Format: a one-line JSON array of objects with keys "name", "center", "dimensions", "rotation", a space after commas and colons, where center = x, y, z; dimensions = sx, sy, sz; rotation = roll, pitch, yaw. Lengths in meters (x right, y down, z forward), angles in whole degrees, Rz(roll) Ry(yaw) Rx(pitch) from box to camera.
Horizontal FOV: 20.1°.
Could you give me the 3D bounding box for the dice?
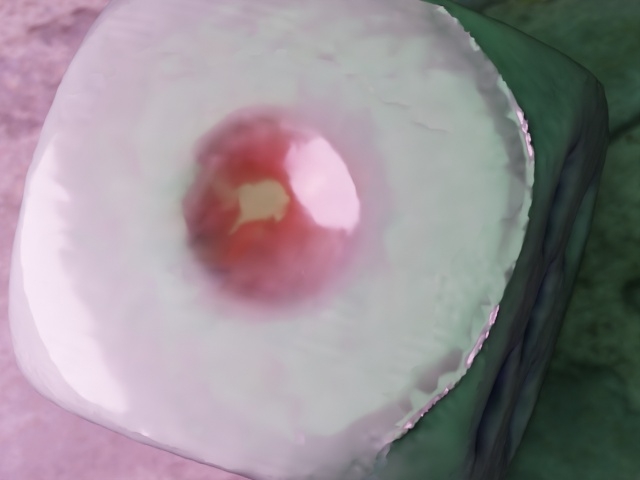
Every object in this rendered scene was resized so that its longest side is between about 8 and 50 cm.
[{"name": "dice", "center": [0.000, 0.000, 1.019], "dimensions": [0.268, 0.262, 0.264], "rotation": [16, 87, 14]}]
